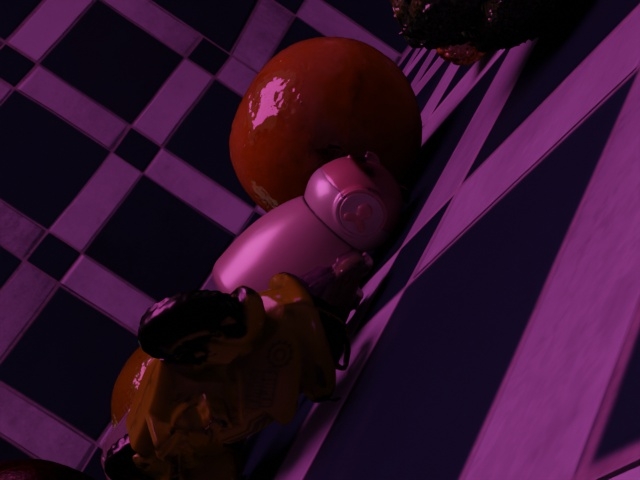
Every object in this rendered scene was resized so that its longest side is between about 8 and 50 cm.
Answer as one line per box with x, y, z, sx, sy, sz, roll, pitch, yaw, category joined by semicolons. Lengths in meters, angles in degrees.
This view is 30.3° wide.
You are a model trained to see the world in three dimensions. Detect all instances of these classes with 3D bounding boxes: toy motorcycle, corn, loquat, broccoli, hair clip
-0.087;0.136;1.097;0.342;0.206;0.142;115;151;-50;toy motorcycle
0.209;-0.309;1.676;0.106;0.106;0.293;-54;7;23;corn
0.008;-0.141;1.573;0.263;0.263;0.263;-56;4;6;loquat
0.167;-0.328;1.191;0.308;0.275;0.307;-32;26;18;broccoli
-0.011;0.079;1.219;0.146;0.056;0.187;-30;-21;-37;hair clip

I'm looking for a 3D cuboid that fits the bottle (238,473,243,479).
-0.123;0.278;1.257;0.096;0.045;0.045;-54;4;-9;bottle

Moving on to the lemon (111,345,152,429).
-0.178;0.203;1.548;0.248;0.184;0.184;-52;6;40;lemon

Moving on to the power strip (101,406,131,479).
-0.168;0.266;1.406;0.213;0.065;0.198;-52;48;30;power strip

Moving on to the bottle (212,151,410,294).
0.000;0.000;1.380;0.236;0.147;0.147;-47;6;11;bottle

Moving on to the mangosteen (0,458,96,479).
-0.397;0.438;1.543;0.297;0.297;0.293;-54;2;30;mangosteen
